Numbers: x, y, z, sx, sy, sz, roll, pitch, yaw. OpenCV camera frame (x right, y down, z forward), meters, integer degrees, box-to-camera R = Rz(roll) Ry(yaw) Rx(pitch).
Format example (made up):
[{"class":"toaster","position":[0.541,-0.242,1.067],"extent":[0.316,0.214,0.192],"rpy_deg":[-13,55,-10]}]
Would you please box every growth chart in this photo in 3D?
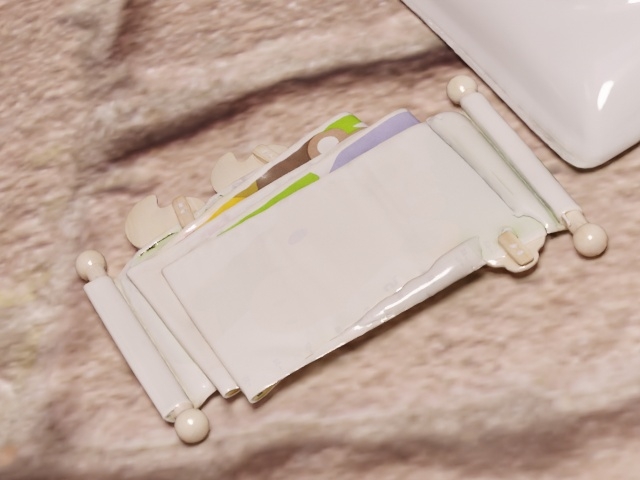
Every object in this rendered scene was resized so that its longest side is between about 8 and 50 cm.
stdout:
[{"class":"growth chart","position":[0.000,0.000,0.953],"extent":[0.237,0.021,0.172],"rpy_deg":[-27,43,1]}]

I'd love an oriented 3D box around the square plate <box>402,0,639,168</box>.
[{"class":"square plate","position":[0.186,-0.226,1.056],"extent":[0.347,0.049,0.344],"rpy_deg":[-33,44,-6]}]
